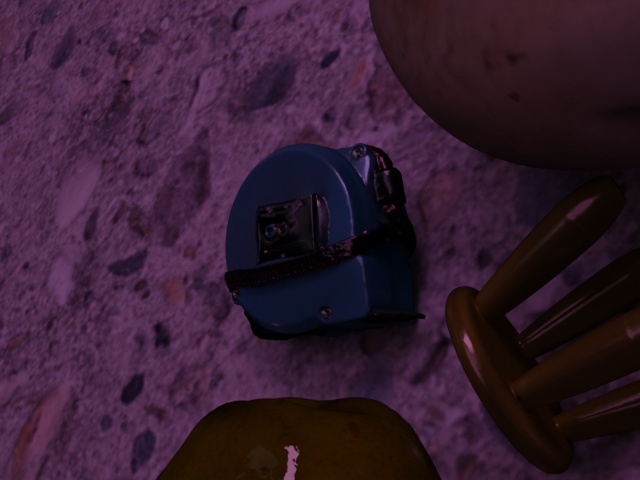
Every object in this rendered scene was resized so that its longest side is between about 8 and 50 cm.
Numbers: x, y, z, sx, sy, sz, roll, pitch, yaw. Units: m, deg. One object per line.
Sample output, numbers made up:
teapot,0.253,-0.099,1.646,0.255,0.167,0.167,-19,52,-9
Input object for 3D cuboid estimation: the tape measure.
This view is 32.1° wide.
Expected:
tape measure,0.000,0.000,0.736,0.146,0.081,0.125,-14,76,38

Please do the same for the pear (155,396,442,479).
pear,-0.017,0.176,0.580,0.198,0.198,0.198,-20,55,31

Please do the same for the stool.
stool,0.138,0.049,0.576,0.110,0.134,0.135,-35,3,17

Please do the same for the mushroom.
mushroom,0.144,-0.186,0.596,0.356,0.315,0.315,29,86,26
